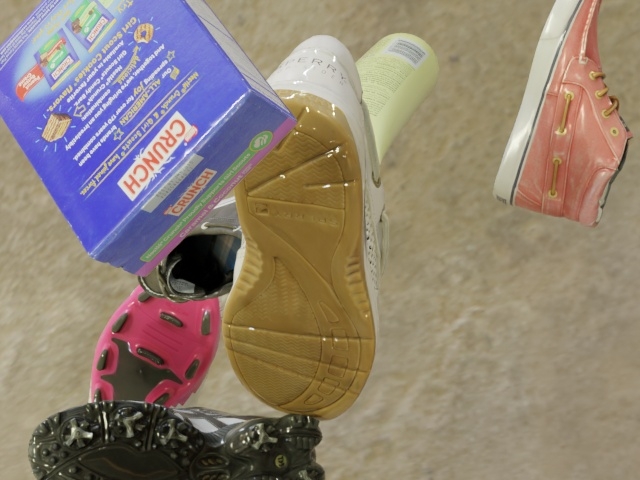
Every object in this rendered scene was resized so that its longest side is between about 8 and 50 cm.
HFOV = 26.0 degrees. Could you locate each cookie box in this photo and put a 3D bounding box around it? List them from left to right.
[{"bbox_3d":[-0.075,-0.056,0.546,0.107,0.092,0.040,54,16,29],"label":"cookie box"}]

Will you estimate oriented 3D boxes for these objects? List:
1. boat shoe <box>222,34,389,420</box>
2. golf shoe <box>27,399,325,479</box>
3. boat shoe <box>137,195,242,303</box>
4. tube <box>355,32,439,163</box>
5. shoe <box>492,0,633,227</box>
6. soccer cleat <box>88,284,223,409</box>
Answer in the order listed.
[{"bbox_3d":[0.000,0.000,0.838,0.098,0.277,0.096,14,46,8],"label":"boat shoe"},{"bbox_3d":[-0.097,0.141,0.879,0.198,0.094,0.077,10,81,-29],"label":"golf shoe"},{"bbox_3d":[-0.097,0.018,1.140,0.076,0.228,0.080,-45,109,-38],"label":"boat shoe"},{"bbox_3d":[0.030,-0.095,1.035,0.062,0.070,0.240,47,29,-4],"label":"tube"},{"bbox_3d":[0.188,-0.100,0.983,0.081,0.063,0.178,20,101,15],"label":"shoe"},{"bbox_3d":[-0.186,0.165,1.455,0.116,0.143,0.331,23,104,3],"label":"soccer cleat"}]
